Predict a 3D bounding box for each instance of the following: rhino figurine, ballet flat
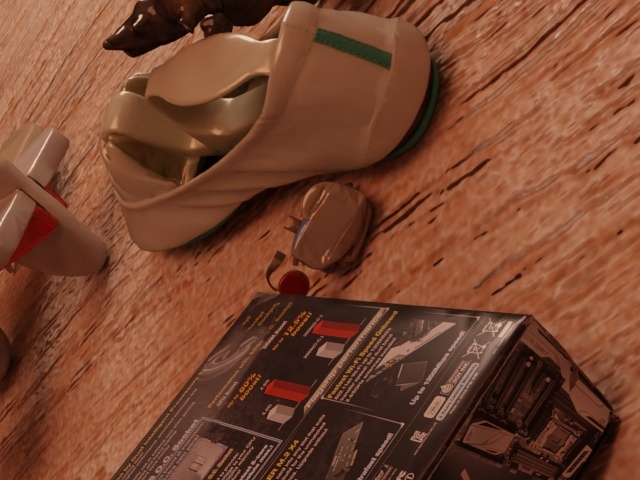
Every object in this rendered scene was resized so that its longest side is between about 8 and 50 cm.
[{"bbox_3d":[-0.055,-0.186,0.781,0.243,0.073,0.106,-33,6,-31],"label":"rhino figurine"},{"bbox_3d":[-0.083,-0.087,0.810,0.400,0.139,0.139,-16,59,54],"label":"ballet flat"}]

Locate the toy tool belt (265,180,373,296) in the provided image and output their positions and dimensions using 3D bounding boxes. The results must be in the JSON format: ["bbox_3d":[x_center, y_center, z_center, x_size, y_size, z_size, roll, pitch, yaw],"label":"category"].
[{"bbox_3d":[0.000,0.000,0.715,0.083,0.052,0.051,-62,0,5],"label":"toy tool belt"}]

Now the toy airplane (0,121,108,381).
[{"bbox_3d":[-0.378,0.045,1.118,0.386,0.272,0.384,-37,38,-18],"label":"toy airplane"}]

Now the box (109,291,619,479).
[{"bbox_3d":[-0.040,0.165,0.525,0.307,0.076,0.242,-52,25,-22],"label":"box"}]
